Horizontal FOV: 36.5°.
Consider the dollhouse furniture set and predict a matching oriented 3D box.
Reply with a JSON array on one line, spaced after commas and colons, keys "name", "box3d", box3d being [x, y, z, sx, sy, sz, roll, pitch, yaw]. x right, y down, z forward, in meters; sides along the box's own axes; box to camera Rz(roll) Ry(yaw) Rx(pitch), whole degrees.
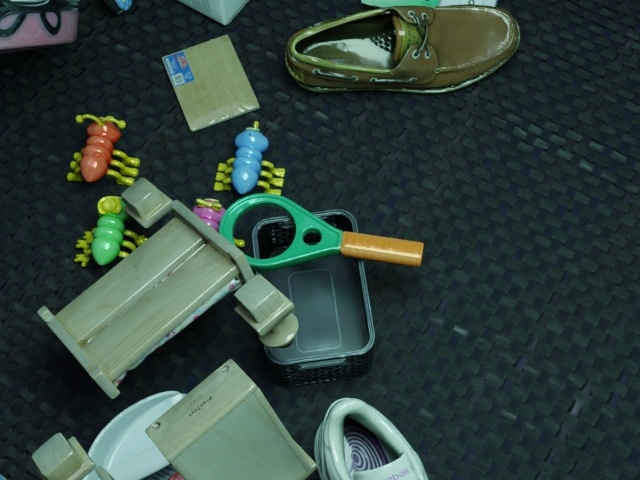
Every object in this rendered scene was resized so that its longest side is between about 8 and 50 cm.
[{"name": "dollhouse furniture set", "box3d": [-0.185, 0.146, 1.035, 0.303, 0.174, 0.355, -40, 46, -14]}]

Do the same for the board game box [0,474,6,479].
[{"name": "board game box", "box3d": [-0.358, 0.320, 1.021, 0.133, 0.033, 0.169, -6, 79, 26]}]

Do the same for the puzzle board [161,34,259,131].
[{"name": "puzzle board", "box3d": [-0.147, -0.210, 1.297, 0.096, 0.011, 0.128, -21, 65, -7]}]

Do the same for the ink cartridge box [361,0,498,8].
[{"name": "ink cartridge box", "box3d": [0.161, -0.407, 1.275, 0.181, 0.225, 0.056, 14, 30, 9]}]

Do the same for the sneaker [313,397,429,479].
[{"name": "sneaker", "box3d": [0.074, 0.296, 0.969, 0.114, 0.152, 0.305, -25, 68, -12]}]

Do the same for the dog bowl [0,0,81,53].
[{"name": "dog bowl", "box3d": [-0.472, -0.289, 1.157, 0.408, 0.408, 0.150, -7, 102, -1]}]

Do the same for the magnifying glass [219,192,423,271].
[{"name": "magnifying glass", "box3d": [0.000, 0.000, 1.093, 0.231, 0.026, 0.092, 8, 64, 8]}]

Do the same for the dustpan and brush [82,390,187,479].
[{"name": "dustpan and brush", "box3d": [-0.221, 0.259, 1.045, 0.211, 0.060, 0.147, -24, 66, -9]}]

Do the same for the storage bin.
[{"name": "storage bin", "box3d": [-0.008, 0.066, 1.119, 0.122, 0.084, 0.180, -7, 65, -2]}]

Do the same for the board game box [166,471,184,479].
[{"name": "board game box", "box3d": [-0.107, 0.385, 0.975, 0.145, 0.027, 0.281, -39, 78, -17]}]

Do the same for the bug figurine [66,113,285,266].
[{"name": "bug figurine", "box3d": [-0.189, -0.062, 1.193, 0.279, 0.072, 0.216, 4, 65, 3]}]

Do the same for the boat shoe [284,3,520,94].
[{"name": "boat shoe", "box3d": [0.108, -0.244, 1.239, 0.307, 0.104, 0.111, -11, 85, 1]}]

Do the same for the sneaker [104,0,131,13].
[{"name": "sneaker", "box3d": [-0.338, -0.368, 1.358, 0.188, 0.067, 0.078, 37, 92, 16]}]

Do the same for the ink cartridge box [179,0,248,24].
[{"name": "ink cartridge box", "box3d": [-0.221, -0.451, 1.303, 0.289, 0.211, 0.121, 30, 69, 15]}]
